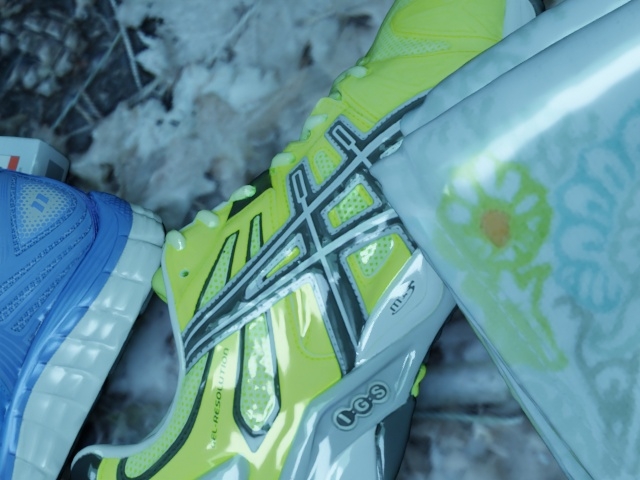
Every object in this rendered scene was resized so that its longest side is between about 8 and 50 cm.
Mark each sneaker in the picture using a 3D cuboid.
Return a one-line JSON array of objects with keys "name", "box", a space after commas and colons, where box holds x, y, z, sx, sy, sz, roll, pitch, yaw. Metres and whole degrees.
[{"name": "sneaker", "box": [-0.212, 0.109, 0.639, 0.147, 0.130, 0.330, 26, 73, -8]}, {"name": "sneaker", "box": [0.000, 0.000, 0.595, 0.147, 0.145, 0.384, 23, 78, -4]}]

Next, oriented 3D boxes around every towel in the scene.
[{"name": "towel", "box": [0.251, 0.002, 0.445, 0.374, 0.090, 0.320, -30, 109, 15]}]

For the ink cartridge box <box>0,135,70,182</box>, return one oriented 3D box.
[{"name": "ink cartridge box", "box": [-0.263, -0.001, 0.760, 0.179, 0.045, 0.145, 7, 75, 18]}]
